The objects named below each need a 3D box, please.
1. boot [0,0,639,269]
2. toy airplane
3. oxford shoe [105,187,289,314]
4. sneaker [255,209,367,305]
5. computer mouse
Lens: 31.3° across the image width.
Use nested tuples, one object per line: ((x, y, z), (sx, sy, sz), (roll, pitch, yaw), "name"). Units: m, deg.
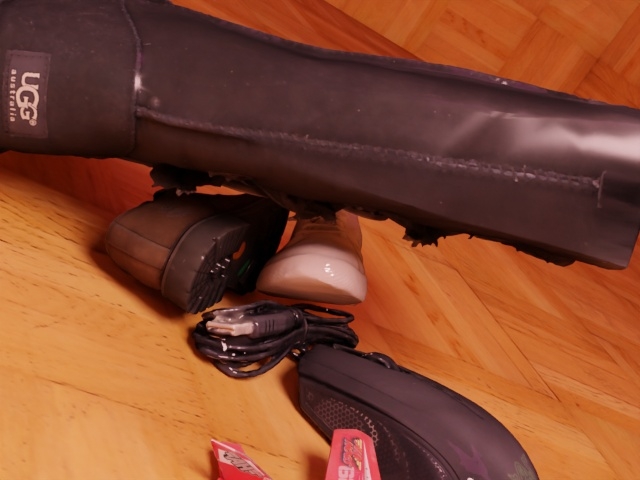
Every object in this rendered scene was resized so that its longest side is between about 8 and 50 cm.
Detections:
((-0.009, -0.107, 0.827), (0.445, 0.146, 0.367), (7, 22, 1), "boot")
((-0.003, 0.152, 0.630), (0.151, 0.028, 0.151), (31, 26, -17), "toy airplane")
((-0.085, -0.009, 0.836), (0.096, 0.083, 0.227), (24, 7, 14), "oxford shoe")
((0.000, 0.000, 0.860), (0.080, 0.094, 0.212), (8, -2, 2), "sneaker")
((0.056, 0.118, 0.766), (0.272, 0.072, 0.188), (42, 17, 23), "computer mouse")
